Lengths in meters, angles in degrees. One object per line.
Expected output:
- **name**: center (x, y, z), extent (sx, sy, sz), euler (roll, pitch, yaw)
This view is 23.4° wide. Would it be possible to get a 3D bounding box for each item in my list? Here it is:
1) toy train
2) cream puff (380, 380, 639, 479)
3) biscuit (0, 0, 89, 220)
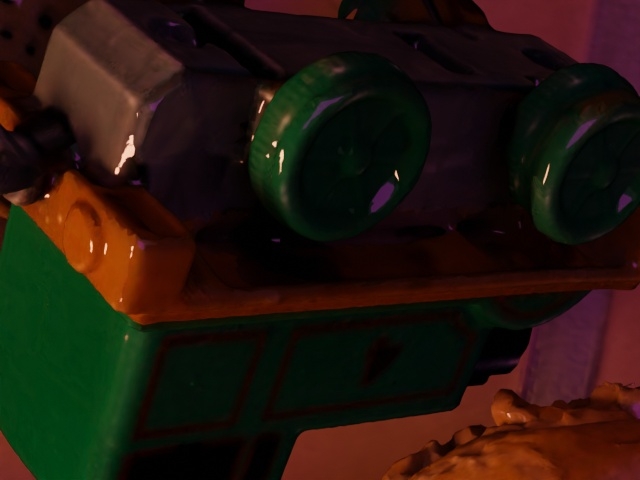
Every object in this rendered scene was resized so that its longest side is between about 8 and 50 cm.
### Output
- **toy train**: center (0.000, 0.000, 0.753), extent (0.429, 0.178, 0.249), euler (-2, 121, -40)
- **cream puff**: center (0.119, 0.235, 0.797), extent (0.343, 0.231, 0.327), euler (44, 77, -25)
- **biscuit**: center (-0.122, -0.119, 0.765), extent (0.139, 0.016, 0.231), euler (34, 69, -51)
